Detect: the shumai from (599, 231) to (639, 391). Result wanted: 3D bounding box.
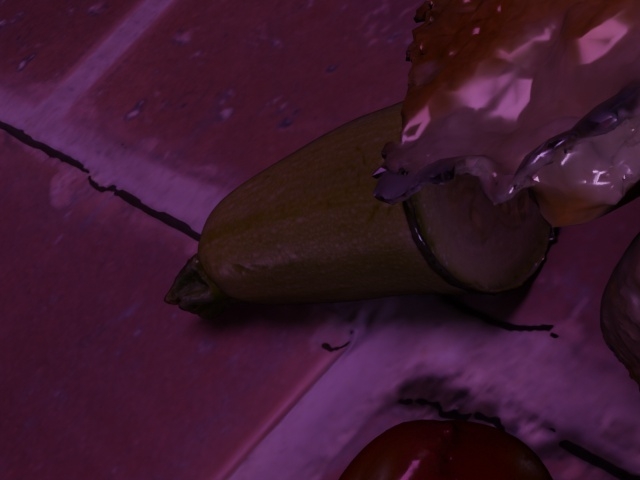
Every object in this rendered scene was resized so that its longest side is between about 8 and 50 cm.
[{"bbox_3d":[0.194,0.011,0.583,0.201,0.201,0.120,-35,72,10],"label":"shumai"}]

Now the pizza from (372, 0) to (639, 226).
[{"bbox_3d":[0.221,-0.177,0.659,0.392,0.080,0.435,-26,25,27],"label":"pizza"}]

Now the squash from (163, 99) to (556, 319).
[{"bbox_3d":[0.000,0.000,0.862,0.224,0.094,0.094,-18,36,46],"label":"squash"}]

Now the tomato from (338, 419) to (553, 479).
[{"bbox_3d":[0.041,0.102,0.673,0.087,0.075,0.087,-32,31,23],"label":"tomato"}]
